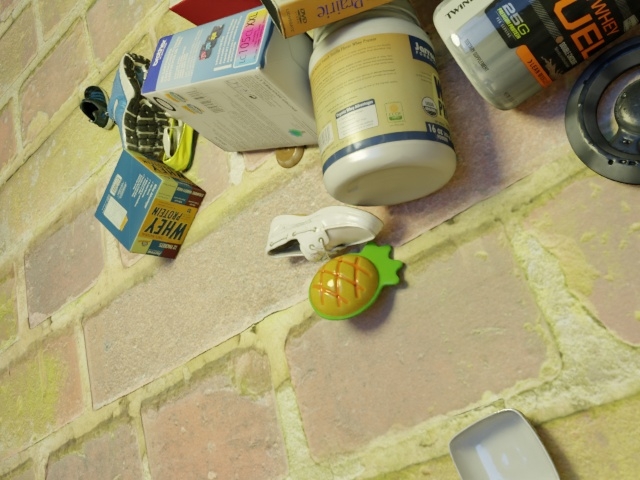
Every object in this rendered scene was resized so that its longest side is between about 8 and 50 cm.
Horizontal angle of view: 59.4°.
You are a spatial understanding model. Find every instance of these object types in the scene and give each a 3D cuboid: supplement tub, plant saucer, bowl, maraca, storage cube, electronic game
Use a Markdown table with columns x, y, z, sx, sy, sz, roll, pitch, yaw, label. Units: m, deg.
| x | y | z | sx | sy | sz | roll | pitch | yaw | label |
| --- | --- | --- | --- | --- | --- | --- | --- | --- | --- |
| 0.100 | -0.239 | 0.986 | 0.228 | 0.228 | 0.316 | -18 | 72 | 33 | supplement tub |
| -0.072 | -0.202 | 1.244 | 0.084 | 0.015 | 0.083 | -7 | 78 | 36 | plant saucer |
| 0.284 | 0.338 | 0.857 | 0.142 | 0.053 | 0.141 | -39 | 61 | 26 | bowl |
| 0.063 | 0.075 | 1.046 | 0.186 | 0.099 | 0.127 | -32 | 58 | 0 | maraca |
| 0.358 | -0.367 | 0.831 | 0.338 | 0.207 | 0.207 | -35 | 63 | 28 | supplement tub |
| -0.223 | -0.610 | 1.319 | 0.215 | 0.193 | 0.183 | -10 | 76 | 34 | storage cube |
| 0.475 | -0.192 | 0.810 | 0.229 | 0.048 | 0.229 | -8 | 75 | 35 | electronic game |

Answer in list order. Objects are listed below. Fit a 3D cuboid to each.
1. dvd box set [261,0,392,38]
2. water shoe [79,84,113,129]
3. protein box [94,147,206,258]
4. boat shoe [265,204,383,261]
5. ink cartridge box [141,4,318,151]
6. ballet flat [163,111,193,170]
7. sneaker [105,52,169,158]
| x | y | z | sx | sy | sz | roll | pitch | yaw | label |
| --- | --- | --- | --- | --- | --- | --- | --- | --- | --- |
| 0.085 | -0.507 | 0.972 | 0.421 | 0.062 | 0.307 | -22 | 49 | -5 | dvd box set |
| -0.689 | -0.418 | 1.703 | 0.073 | 0.080 | 0.203 | -52 | 56 | 18 | water shoe |
| -0.433 | -0.092 | 1.418 | 0.201 | 0.136 | 0.199 | 35 | 103 | 36 | protein box |
| 0.000 | 0.000 | 1.090 | 0.277 | 0.098 | 0.096 | -7 | 55 | 45 | boat shoe |
| -0.174 | -0.313 | 1.171 | 0.396 | 0.270 | 0.151 | 0 | 69 | 36 | ink cartridge box |
| -0.360 | -0.294 | 1.432 | 0.077 | 0.077 | 0.230 | 5 | 86 | 43 | ballet flat |
| -0.509 | -0.343 | 1.547 | 0.147 | 0.130 | 0.329 | -32 | 60 | 44 | sneaker |
